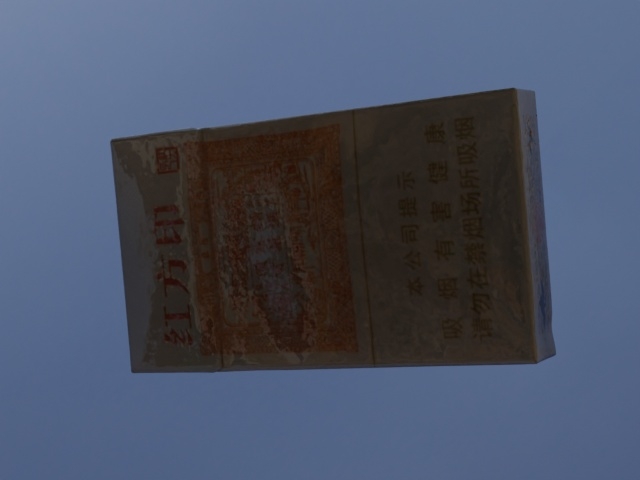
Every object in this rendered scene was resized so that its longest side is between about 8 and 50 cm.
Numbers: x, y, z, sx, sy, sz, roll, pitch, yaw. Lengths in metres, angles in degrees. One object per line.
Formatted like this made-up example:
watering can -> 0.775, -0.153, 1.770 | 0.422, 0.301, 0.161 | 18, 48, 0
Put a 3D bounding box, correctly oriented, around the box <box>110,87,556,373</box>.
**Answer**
box -> -0.001, 0.000, 1.088 | 0.051, 0.365, 0.204 | -8, -87, -61
